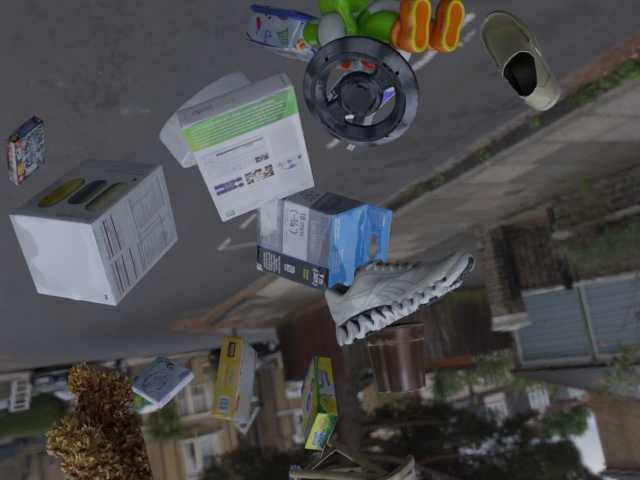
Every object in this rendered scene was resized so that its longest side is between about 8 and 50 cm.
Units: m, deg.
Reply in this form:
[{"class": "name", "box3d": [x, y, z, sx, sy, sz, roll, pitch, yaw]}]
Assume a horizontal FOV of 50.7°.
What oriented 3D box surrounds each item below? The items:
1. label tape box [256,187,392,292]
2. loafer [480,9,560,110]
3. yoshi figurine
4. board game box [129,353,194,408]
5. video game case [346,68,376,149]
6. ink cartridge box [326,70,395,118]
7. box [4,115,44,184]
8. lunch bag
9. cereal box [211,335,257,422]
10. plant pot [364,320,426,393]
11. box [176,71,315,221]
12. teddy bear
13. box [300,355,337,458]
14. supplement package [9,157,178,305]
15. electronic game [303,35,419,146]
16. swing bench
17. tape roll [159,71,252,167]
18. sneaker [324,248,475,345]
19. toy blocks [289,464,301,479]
[{"class": "label tape box", "box3d": [0.000, 0.000, 1.733, 0.334, 0.240, 0.106, 18, -146, 23]}, {"class": "loafer", "box3d": [0.439, -0.412, 1.510, 0.102, 0.268, 0.092, -41, 157, 32]}, {"class": "yoshi figurine", "box3d": [0.100, -0.462, 1.355, 0.362, 0.203, 0.203, 17, 153, 46]}, {"class": "board game box", "box3d": [-0.308, 0.270, 1.305, 0.090, 0.020, 0.090, 20, -135, 32]}, {"class": "video game case", "box3d": [0.113, -0.342, 1.706, 0.022, 0.190, 0.173, 15, 167, -8]}, {"class": "ink cartridge box", "box3d": [0.113, -0.422, 1.974, 0.206, 0.045, 0.208, -10, 163, -32]}, {"class": "box", "box3d": [-0.657, -0.199, 1.506, 0.027, 0.094, 0.137, 30, 140, 4]}, {"class": "lunch bag", "box3d": [-0.025, -0.525, 1.758, 0.303, 0.115, 0.243, 1, -162, -44]}, {"class": "cereal box", "box3d": [-0.191, 0.320, 1.534, 0.047, 0.173, 0.240, 5, 163, 4]}, {"class": "plant pot", "box3d": [0.193, 0.295, 1.709, 0.167, 0.165, 0.167, -6, 174, -1]}, {"class": "box", "box3d": [-0.145, -0.187, 1.426, 0.232, 0.058, 0.322, -22, 148, -6]}, {"class": "teddy bear", "box3d": [-0.248, 0.294, 0.788, 0.113, 0.338, 0.245, -14, 146, -16]}, {"class": "box", "box3d": [-0.004, 0.329, 1.337, 0.043, 0.179, 0.105, 10, 122, -14]}, {"class": "supplement package", "box3d": [-0.469, -0.027, 1.442, 0.199, 0.198, 0.262, 7, -146, 18]}, {"class": "electronic game", "box3d": [0.077, -0.282, 1.301, 0.229, 0.229, 0.048, -16, -149, 31]}, {"class": "swing bench", "box3d": [0.094, 0.613, 1.523, 0.255, 0.253, 0.165, -1, -163, 41]}, {"class": "tape roll", "box3d": [-0.283, -0.318, 1.790, 0.286, 0.100, 0.286, -39, -179, 1]}, {"class": "sneaker", "box3d": [0.123, 0.077, 1.151, 0.292, 0.118, 0.110, -31, 168, 31]}, {"class": "toy blocks", "box3d": [-0.053, 0.663, 1.748, 0.054, 0.148, 0.123, 6, 167, -24]}]
